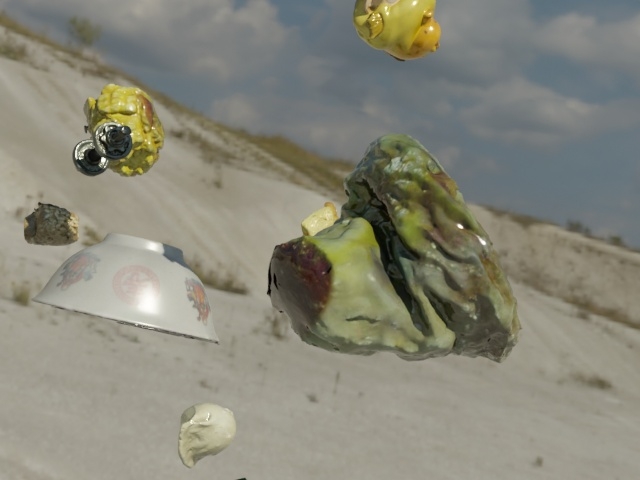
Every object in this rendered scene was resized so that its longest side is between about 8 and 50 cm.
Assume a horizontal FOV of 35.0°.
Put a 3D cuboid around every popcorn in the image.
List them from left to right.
[{"bbox_3d":[-0.443,-0.250,2.290,0.169,0.189,0.218,-21,-34,-7],"label":"popcorn"}]

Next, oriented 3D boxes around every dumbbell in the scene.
[{"bbox_3d":[-0.434,-0.181,2.018,0.082,0.081,0.254,13,-19,-31],"label":"dumbbell"}]

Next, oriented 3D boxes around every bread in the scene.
[{"bbox_3d":[0.000,0.000,1.772,0.084,0.109,0.080,-29,2,-27],"label":"bread"}]

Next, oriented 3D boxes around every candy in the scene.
[{"bbox_3d":[-0.579,-0.029,2.189,0.110,0.085,0.095,17,-31,-42],"label":"candy"}]

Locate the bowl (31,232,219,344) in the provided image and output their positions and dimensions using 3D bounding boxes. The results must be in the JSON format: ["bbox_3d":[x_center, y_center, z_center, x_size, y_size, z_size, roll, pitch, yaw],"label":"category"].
[{"bbox_3d":[-0.337,0.078,1.850,0.346,0.157,0.345,12,-8,2],"label":"bowl"}]

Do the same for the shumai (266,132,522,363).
[{"bbox_3d":[0.073,0.056,1.276,0.263,0.304,0.309,-26,40,-8],"label":"shumai"}]

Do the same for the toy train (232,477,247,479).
[{"bbox_3d":[-0.183,0.468,1.718,0.188,0.099,0.072,-17,-53,18],"label":"toy train"}]

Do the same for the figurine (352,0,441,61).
[{"bbox_3d":[0.093,-0.366,1.482,0.131,0.156,0.246,11,-45,46],"label":"figurine"}]

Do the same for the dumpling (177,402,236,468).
[{"bbox_3d":[-0.257,0.428,2.216,0.181,0.155,0.111,10,13,-40],"label":"dumpling"}]
